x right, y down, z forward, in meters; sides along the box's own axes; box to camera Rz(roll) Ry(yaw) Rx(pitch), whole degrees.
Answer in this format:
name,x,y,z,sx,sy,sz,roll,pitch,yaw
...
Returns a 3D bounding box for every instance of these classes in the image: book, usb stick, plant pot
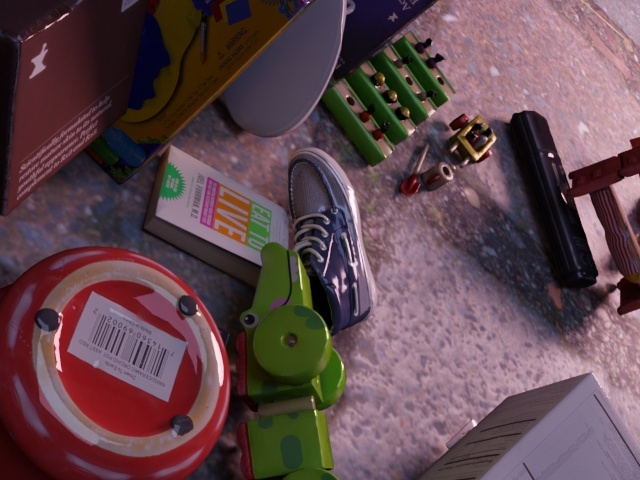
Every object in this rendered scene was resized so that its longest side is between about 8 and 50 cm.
name,x,y,z,sx,sy,sz,roll,pitch,yaw
book,-0.098,-0.021,0.879,0.144,0.035,0.096,28,44,-26
usb stick,0.338,-0.065,1.303,0.077,0.045,0.278,15,55,-47
plant pot,-0.171,0.110,0.618,0.191,0.174,0.191,21,54,-32

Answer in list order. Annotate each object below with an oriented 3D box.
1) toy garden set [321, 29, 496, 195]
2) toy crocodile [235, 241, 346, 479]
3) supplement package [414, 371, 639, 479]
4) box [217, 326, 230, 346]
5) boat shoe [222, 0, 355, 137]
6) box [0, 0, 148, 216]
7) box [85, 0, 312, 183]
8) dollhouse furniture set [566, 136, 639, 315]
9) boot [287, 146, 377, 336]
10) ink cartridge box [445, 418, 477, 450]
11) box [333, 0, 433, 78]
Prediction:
name,x,y,z,sx,sy,sz,roll,pitch,yaw
toy garden set,0.132,-0.158,1.159,0.204,0.049,0.244,53,42,-7
toy crocodile,-0.028,0.166,0.767,0.115,0.105,0.341,67,15,-67
supplement package,0.183,0.254,0.852,0.244,0.134,0.139,-30,87,-36
box,-0.129,0.078,0.755,0.083,0.067,0.018,33,46,-22
boat shoe,-0.029,-0.297,0.981,0.156,0.135,0.367,-51,147,-79
box,-0.260,-0.163,0.662,0.203,0.167,0.168,30,44,5
box,-0.156,-0.255,0.774,0.279,0.290,0.177,46,43,-10
dollhouse furniture set,0.493,-0.057,1.373,0.201,0.152,0.374,65,23,-8
boot,0.000,0.000,0.900,0.086,0.069,0.190,-23,92,-60
ink cartridge box,0.169,0.255,0.952,0.063,0.029,0.115,-27,84,-47
box,0.062,-0.321,1.083,0.153,0.207,0.108,51,42,-5
